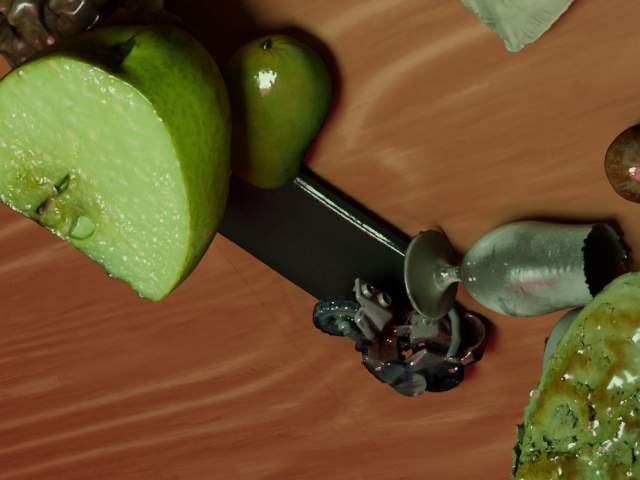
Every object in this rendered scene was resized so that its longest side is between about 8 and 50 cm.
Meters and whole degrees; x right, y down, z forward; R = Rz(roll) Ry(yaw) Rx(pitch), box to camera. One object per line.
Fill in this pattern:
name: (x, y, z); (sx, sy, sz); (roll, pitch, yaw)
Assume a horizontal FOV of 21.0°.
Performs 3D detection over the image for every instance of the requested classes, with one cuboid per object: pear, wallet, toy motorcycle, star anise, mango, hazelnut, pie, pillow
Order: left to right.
star anise: (-0.247, -0.194, 1.870); (0.315, 0.108, 0.315); (17, 127, 24)
pear: (-0.201, -0.114, 1.729); (0.292, 0.159, 0.292); (13, 126, 18)
mango: (-0.058, -0.130, 1.787); (0.122, 0.085, 0.191); (11, 131, -17)
wallet: (0.000, 0.000, 1.917); (0.250, 0.044, 0.149); (33, 135, 8)
toy motorcycle: (0.095, 0.103, 1.868); (0.213, 0.082, 0.122); (31, 128, -34)
pillow: (0.134, -0.278, 1.556); (0.229, 0.051, 0.128); (45, 137, -4)
hazelnut: (0.304, -0.070, 1.596); (0.086, 0.086, 0.086); (20, 136, 21)
pie: (0.324, 0.250, 1.476); (0.395, 0.180, 0.418); (18, 96, 33)

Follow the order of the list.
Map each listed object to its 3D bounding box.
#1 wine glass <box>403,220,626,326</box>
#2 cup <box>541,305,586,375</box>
wine glass: (0.194, 0.032, 1.753); (0.222, 0.103, 0.103); (-5, 123, 41)
cup: (0.333, 0.157, 1.671); (0.226, 0.241, 0.185); (0, 140, 45)
